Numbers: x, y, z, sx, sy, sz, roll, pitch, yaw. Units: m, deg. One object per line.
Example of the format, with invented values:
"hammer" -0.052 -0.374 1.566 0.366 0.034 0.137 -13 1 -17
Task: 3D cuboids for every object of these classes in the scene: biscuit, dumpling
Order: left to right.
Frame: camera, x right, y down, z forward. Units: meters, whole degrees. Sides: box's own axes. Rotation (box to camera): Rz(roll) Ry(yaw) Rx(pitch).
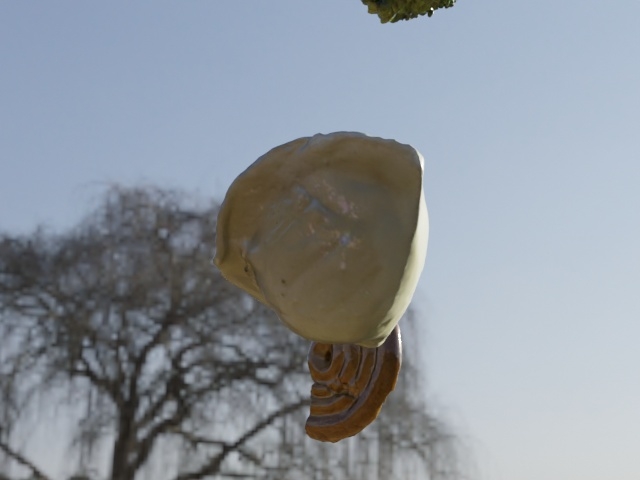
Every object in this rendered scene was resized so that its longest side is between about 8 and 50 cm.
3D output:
"dumpling" 0.000 0.000 1.092 0.179 0.131 0.252 20 -39 4
"biscuit" 0.042 0.156 1.693 0.144 0.224 0.033 1 -11 41

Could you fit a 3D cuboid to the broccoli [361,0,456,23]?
"broccoli" 0.101 -0.433 1.743 0.260 0.288 0.235 -24 -38 -24
